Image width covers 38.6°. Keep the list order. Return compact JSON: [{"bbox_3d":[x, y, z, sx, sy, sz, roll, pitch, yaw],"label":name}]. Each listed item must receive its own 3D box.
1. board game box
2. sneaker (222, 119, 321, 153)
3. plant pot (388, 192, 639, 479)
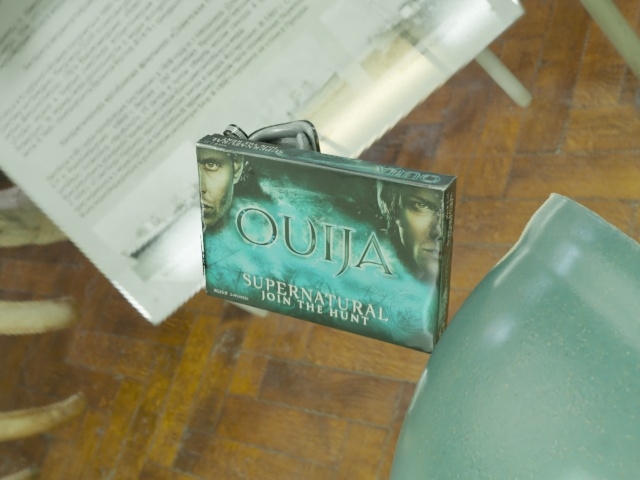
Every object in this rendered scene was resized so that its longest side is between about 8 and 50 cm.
[{"bbox_3d":[0.000,0.000,0.637,0.186,0.126,0.026,12,29,23],"label":"board game box"},{"bbox_3d":[0.004,-0.026,0.921,0.268,0.153,0.101,29,63,24],"label":"sneaker"},{"bbox_3d":[0.142,0.150,0.428,0.196,0.293,0.293,-45,44,6],"label":"plant pot"}]
